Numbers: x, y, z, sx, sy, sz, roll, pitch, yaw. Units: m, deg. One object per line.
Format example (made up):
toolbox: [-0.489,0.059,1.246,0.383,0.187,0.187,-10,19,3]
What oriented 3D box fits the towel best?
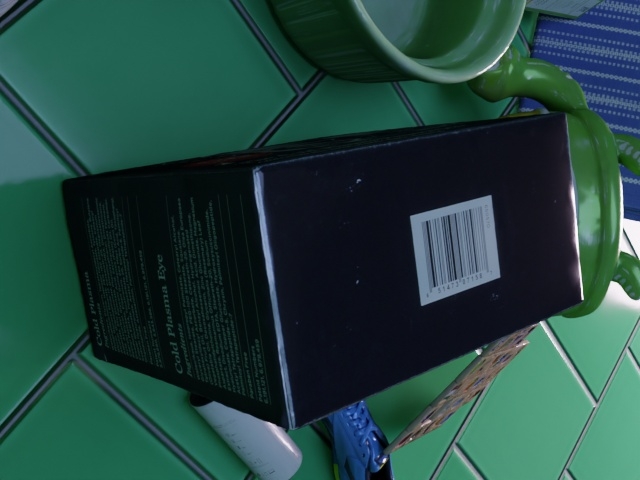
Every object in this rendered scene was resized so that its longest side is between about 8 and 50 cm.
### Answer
towel: [0.411,-0.202,1.116,0.040,0.243,0.336,58,45,-76]

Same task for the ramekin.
ramekin: [0.079,-0.317,0.860,0.303,0.148,0.303,-2,93,-39]

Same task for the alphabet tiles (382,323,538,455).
alphabet tiles: [0.184,0.169,0.939,0.198,0.009,0.237,-50,159,16]

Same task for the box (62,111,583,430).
box: [0.000,0.000,0.702,0.343,0.312,0.179,-15,100,-39]

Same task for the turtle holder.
turtle holder: [0.249,-0.062,0.947,0.227,0.243,0.320,0,113,-3]

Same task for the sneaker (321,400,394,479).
sneaker: [0.042,0.211,0.893,0.069,0.082,0.209,-27,107,-33]

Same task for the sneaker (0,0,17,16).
sneaker: [-0.243,-0.250,0.631,0.268,0.153,0.101,-41,103,8]

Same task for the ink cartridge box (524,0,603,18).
ink cartridge box: [0.290,-0.372,1.056,0.209,0.062,0.109,-4,74,-35]

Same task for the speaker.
speaker: [-0.077,0.194,0.811,0.055,0.055,0.136,-50,120,-27]
